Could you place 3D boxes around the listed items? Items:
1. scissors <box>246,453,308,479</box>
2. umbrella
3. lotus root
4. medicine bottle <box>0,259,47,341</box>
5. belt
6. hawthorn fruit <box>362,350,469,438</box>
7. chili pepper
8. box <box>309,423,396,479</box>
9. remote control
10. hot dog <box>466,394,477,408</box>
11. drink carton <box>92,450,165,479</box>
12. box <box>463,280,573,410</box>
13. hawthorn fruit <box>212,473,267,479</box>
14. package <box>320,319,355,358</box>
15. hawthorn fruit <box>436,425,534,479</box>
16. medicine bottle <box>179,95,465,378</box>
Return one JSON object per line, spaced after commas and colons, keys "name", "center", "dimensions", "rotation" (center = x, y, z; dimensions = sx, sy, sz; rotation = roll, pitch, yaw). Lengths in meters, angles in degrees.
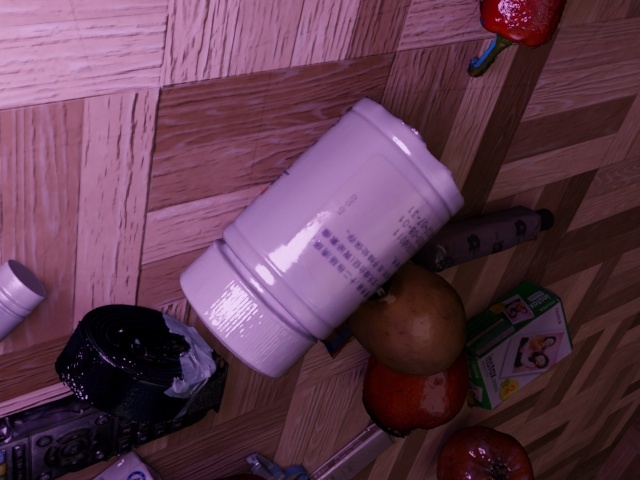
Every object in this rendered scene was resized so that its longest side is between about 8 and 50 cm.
{"name": "scissors", "center": [-0.096, 0.453, 1.586], "dimensions": [0.125, 0.030, 0.256], "rotation": [-37, 149, -9]}
{"name": "umbrella", "center": [0.290, -0.010, 1.446], "dimensions": [0.337, 0.073, 0.067], "rotation": [-14, 131, -38]}
{"name": "lotus root", "center": [0.125, 0.108, 1.307], "dimensions": [0.183, 0.183, 0.310], "rotation": [-43, 143, -1]}
{"name": "medicine bottle", "center": [-0.341, 0.071, 0.879], "dimensions": [0.091, 0.058, 0.058], "rotation": [-43, 147, -1]}
{"name": "belt", "center": [-0.215, 0.148, 1.015], "dimensions": [0.198, 0.151, 0.078], "rotation": [10, 119, -53]}
{"name": "hawthorn fruit", "center": [0.175, 0.230, 1.517], "dimensions": [0.189, 0.189, 0.252], "rotation": [-8, 113, -42]}
{"name": "chili pepper", "center": [0.282, -0.354, 1.024], "dimensions": [0.110, 0.110, 0.388], "rotation": [-9, 136, -41]}
{"name": "box", "center": [0.071, 0.465, 1.779], "dimensions": [0.198, 0.029, 0.109], "rotation": [-37, 146, -8]}
{"name": "remote control", "center": [-0.308, 0.241, 1.100], "dimensions": [0.398, 0.062, 0.145], "rotation": [-15, 137, -34]}
{"name": "hot dog", "center": [0.414, 0.295, 1.914], "dimensions": [0.104, 0.076, 0.250], "rotation": [5, 122, -50]}
{"name": "drink carton", "center": [-0.362, 0.467, 1.253], "dimensions": [0.315, 0.106, 0.131], "rotation": [-36, 147, -12]}
{"name": "box", "center": [0.399, 0.220, 1.744], "dimensions": [0.250, 0.103, 0.180], "rotation": [-34, 125, -14]}
{"name": "hawthorn fruit", "center": [-0.151, 0.554, 1.421], "dimensions": [0.295, 0.295, 0.311], "rotation": [-31, 101, -18]}
{"name": "package", "center": [0.020, 0.135, 1.365], "dimensions": [0.083, 0.022, 0.200], "rotation": [-41, 148, -3]}
{"name": "hawthorn fruit", "center": [0.395, 0.589, 2.101], "dimensions": [0.241, 0.242, 0.271], "rotation": [-29, 176, -21]}
{"name": "medicine bottle", "center": [0.000, 0.000, 1.043], "dimensions": [0.332, 0.190, 0.190], "rotation": [-43, 147, -1]}
